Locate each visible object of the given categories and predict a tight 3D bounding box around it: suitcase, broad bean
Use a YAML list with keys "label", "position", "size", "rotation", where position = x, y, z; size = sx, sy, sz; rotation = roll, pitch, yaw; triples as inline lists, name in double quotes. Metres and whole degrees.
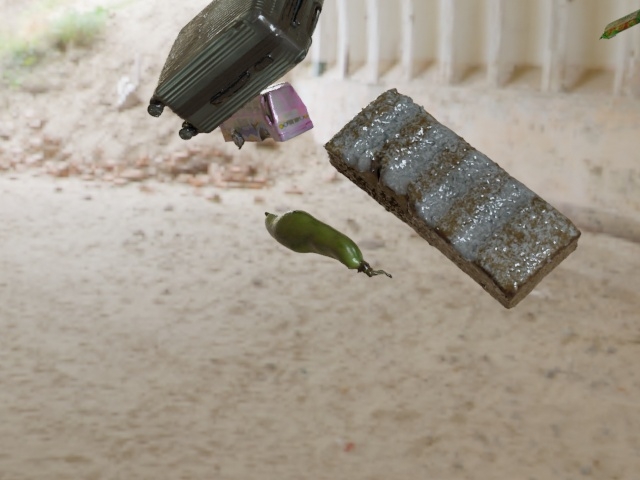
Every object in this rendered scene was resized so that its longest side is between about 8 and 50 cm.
- label: "suitcase"
  position: [-0.140, -0.310, 1.608]
  size: [0.128, 0.202, 0.312]
  rotation: [38, -46, -26]
- label: "broad bean"
  position: [-0.007, 0.000, 1.843]
  size: [0.067, 0.075, 0.325]
  rotation: [-32, 37, -27]

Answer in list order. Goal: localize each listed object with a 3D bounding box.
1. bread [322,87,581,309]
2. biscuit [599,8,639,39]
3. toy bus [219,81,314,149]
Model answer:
- label: "bread"
  position: [0.208, -0.075, 1.627]
  size: [0.416, 0.165, 0.113]
  rotation: [40, -11, 21]
- label: "biscuit"
  position: [0.536, -0.383, 1.769]
  size: [0.089, 0.016, 0.046]
  rotation: [-23, 25, 40]
- label: "toy bus"
  position: [-0.124, -0.254, 2.045]
  size: [0.090, 0.112, 0.274]
  rotation: [-28, 18, -26]
